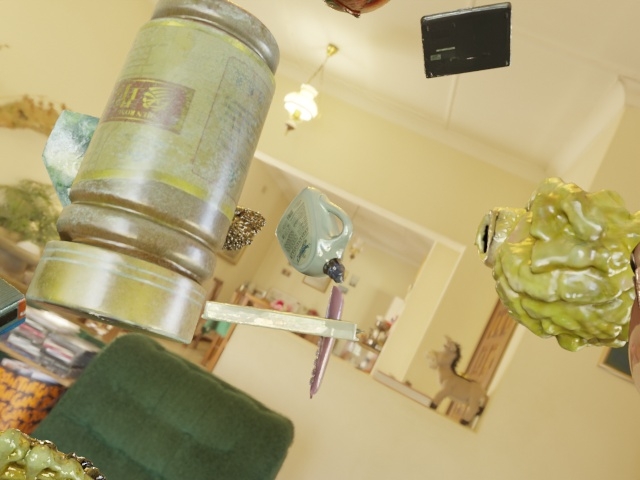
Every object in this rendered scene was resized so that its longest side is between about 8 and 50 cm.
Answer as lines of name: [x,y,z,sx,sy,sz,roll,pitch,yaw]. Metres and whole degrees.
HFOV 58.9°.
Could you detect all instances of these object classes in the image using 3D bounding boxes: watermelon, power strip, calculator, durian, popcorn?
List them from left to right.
watermelon: [-0.535,-0.140,1.400,0.228,0.387,0.258,-17,25,-22]
durian: [-0.199,-0.026,1.199,0.148,0.091,0.188,9,-19,15]
power strip: [-0.081,0.181,1.277,0.367,0.043,0.106,9,-6,-2]
calculator: [0.017,0.268,1.479,0.043,0.294,0.194,13,-8,5]
popcorn: [0.355,0.023,0.780,0.259,0.259,0.212,24,-4,25]

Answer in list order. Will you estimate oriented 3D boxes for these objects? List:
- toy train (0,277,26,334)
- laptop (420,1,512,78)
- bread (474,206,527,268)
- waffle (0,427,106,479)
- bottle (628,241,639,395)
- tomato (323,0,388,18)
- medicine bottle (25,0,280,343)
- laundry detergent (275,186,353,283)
toy train: [-0.651,0.177,0.863,0.086,0.089,0.409,31,32,13]
laptop: [0.344,-0.468,1.335,0.207,0.026,0.154,-6,-51,9]
bread: [0.510,-0.004,1.483,0.171,0.197,0.197,14,-7,-1]
waffle: [-0.345,0.260,0.622,0.208,0.054,0.214,-12,-47,17]
bottle: [0.416,0.078,0.458,0.297,0.206,0.173,5,-18,13]
tomato: [0.113,-0.601,1.164,0.170,0.309,0.309,27,-7,5]
medicine bottle: [-0.151,-0.072,0.564,0.151,0.322,0.151,15,-15,4]
laundry detergent: [0.000,0.000,1.533,0.105,0.215,0.280,18,23,-41]
